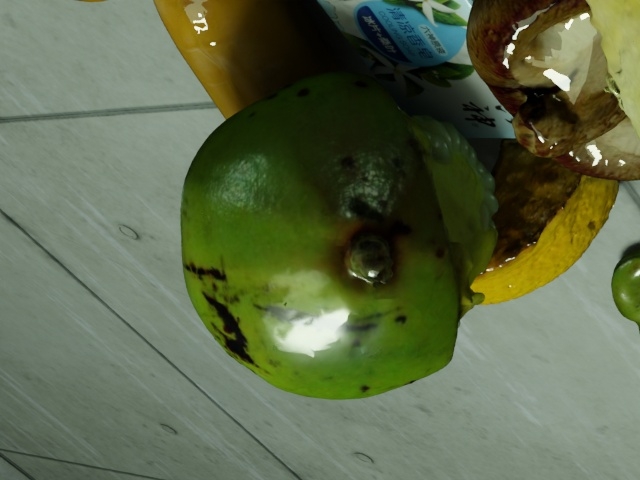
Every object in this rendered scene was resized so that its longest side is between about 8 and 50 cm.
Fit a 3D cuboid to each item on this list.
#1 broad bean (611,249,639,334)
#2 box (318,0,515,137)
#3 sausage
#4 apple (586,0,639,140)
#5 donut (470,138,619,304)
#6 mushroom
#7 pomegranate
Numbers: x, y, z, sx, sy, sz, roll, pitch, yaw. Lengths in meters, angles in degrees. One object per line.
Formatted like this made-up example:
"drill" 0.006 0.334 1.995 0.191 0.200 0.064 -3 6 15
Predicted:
"broad bean" 0.328 0.080 1.467 0.070 0.048 0.213 9 146 37
"box" 0.092 -0.177 1.171 0.143 0.083 0.232 4 145 42
"sausage" -0.041 -0.141 1.341 0.112 0.112 0.328 10 150 33
"apple" 0.282 -0.160 0.818 0.314 0.252 0.309 -8 119 22
"donut" 0.134 -0.011 1.366 0.259 0.152 0.101 5 154 44
"mushroom" 0.205 -0.142 1.059 0.231 0.194 0.138 52 -170 -50
"pomegranate" 0.000 0.000 1.254 0.260 0.260 0.341 35 164 -15
